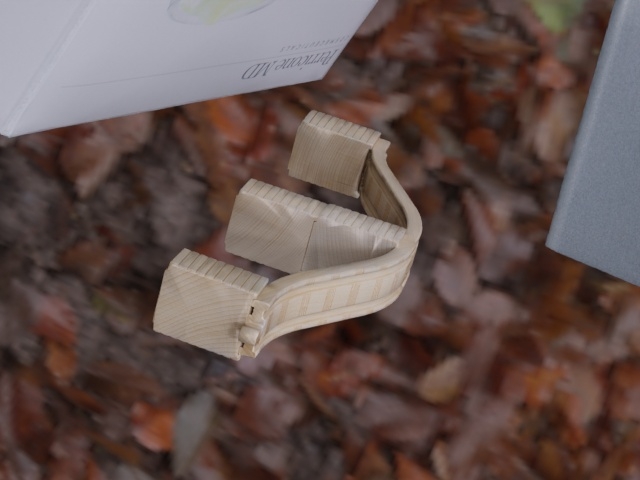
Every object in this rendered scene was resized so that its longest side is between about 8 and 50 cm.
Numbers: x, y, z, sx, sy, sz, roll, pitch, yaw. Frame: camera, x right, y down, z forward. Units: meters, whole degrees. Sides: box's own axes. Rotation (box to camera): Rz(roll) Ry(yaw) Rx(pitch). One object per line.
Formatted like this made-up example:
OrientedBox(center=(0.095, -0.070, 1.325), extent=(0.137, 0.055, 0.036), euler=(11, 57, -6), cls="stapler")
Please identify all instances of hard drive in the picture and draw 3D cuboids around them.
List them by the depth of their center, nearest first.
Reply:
OrientedBox(center=(0.139, -0.043, 0.690), extent=(0.022, 0.094, 0.135), euler=(-19, 128, -56), cls="hard drive")

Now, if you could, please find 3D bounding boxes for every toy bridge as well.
OrientedBox(center=(0.000, 0.000, 0.674), extent=(0.063, 0.188, 0.026), euler=(19, 112, 7), cls="toy bridge")

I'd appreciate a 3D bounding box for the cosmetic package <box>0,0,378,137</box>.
OrientedBox(center=(-0.038, -0.172, 0.736), extent=(0.225, 0.138, 0.224), euler=(-51, 163, 28), cls="cosmetic package")
